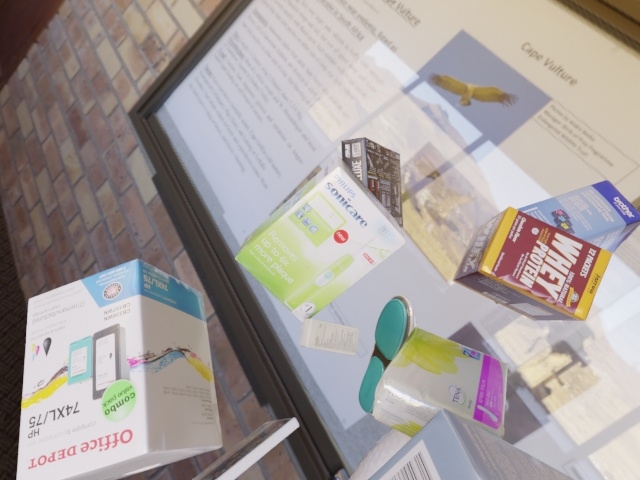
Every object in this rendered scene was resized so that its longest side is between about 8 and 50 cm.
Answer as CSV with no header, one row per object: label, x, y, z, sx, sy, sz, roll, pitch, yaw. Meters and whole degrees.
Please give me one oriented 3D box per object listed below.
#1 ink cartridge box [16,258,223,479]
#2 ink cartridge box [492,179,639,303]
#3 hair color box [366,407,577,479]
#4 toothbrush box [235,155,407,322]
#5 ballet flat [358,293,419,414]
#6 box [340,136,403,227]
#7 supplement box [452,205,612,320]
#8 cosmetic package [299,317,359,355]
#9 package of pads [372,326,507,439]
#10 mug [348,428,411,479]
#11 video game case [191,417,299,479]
ink cartridge box,-0.299,0.209,0.666,0.197,0.198,0.270,56,16,-62
ink cartridge box,0.654,0.002,1.176,0.270,0.395,0.151,80,-10,-57
hair color box,0.255,0.404,0.616,0.374,0.185,0.113,34,15,-23
toothbrush box,0.000,0.000,0.900,0.206,0.283,0.122,47,14,-14
ballet flat,0.213,0.320,1.215,0.139,0.400,0.139,11,23,-5
box,0.161,-0.153,1.262,0.307,0.077,0.242,-5,93,-62
supplement box,0.388,0.053,0.823,0.191,0.129,0.194,26,-8,7
cosmetic package,0.019,0.198,0.883,0.115,0.060,0.041,18,-14,-24
package of pads,0.251,0.299,0.883,0.229,0.101,0.296,19,17,19
mug,0.233,0.582,0.986,0.276,0.328,0.374,50,6,35
video game case,-0.145,0.406,0.817,0.190,0.173,0.022,-28,81,-32
